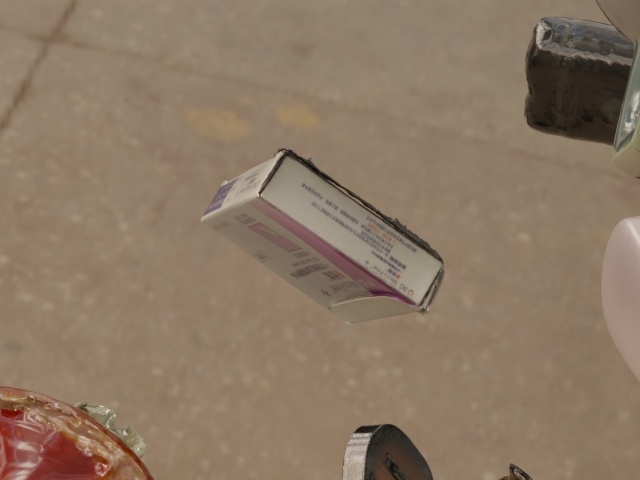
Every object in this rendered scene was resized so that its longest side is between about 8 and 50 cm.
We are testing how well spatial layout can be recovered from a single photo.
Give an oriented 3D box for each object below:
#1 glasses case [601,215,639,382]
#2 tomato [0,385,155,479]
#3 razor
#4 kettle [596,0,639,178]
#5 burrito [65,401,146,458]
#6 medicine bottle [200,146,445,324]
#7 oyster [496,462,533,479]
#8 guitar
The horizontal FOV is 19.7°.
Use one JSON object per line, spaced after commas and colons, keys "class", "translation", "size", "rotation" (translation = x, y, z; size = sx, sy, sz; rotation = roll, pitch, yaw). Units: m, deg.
{"class": "glasses case", "translation": [0.289, 0.082, 1.384], "size": [0.075, 0.113, 0.297], "rotation": [-6, 29, -16]}
{"class": "tomato", "translation": [-0.127, 0.126, 0.694], "size": [0.155, 0.156, 0.069], "rotation": [12, 0, -4]}
{"class": "razor", "translation": [0.208, -0.097, 1.214], "size": [0.148, 0.090, 0.054], "rotation": [17, 52, 20]}
{"class": "kettle", "translation": [0.177, -0.131, 0.799], "size": [0.160, 0.211, 0.243], "rotation": [11, -8, 5]}
{"class": "burrito", "translation": [-0.277, 0.171, 1.070], "size": [0.392, 0.076, 0.117], "rotation": [-21, -6, 22]}
{"class": "medicine bottle", "translation": [0.000, 0.000, 1.539], "size": [0.171, 0.052, 0.201], "rotation": [36, -15, -12]}
{"class": "oyster", "translation": [0.154, 0.171, 0.883], "size": [0.177, 0.105, 0.056], "rotation": [41, 68, 8]}
{"class": "guitar", "translation": [0.020, 0.236, 1.315], "size": [0.025, 0.088, 0.233], "rotation": [-8, 41, 39]}
